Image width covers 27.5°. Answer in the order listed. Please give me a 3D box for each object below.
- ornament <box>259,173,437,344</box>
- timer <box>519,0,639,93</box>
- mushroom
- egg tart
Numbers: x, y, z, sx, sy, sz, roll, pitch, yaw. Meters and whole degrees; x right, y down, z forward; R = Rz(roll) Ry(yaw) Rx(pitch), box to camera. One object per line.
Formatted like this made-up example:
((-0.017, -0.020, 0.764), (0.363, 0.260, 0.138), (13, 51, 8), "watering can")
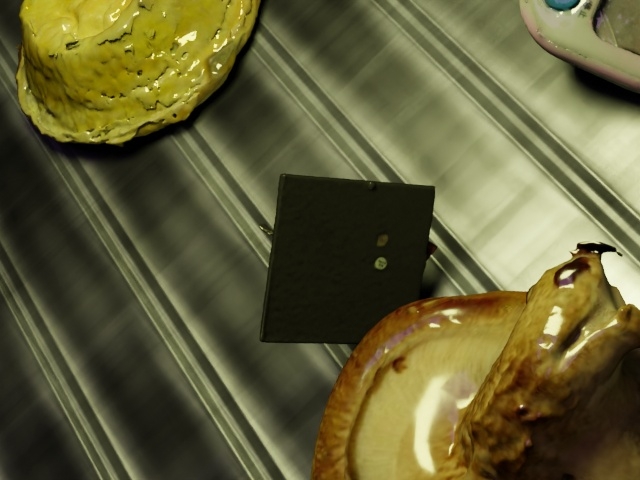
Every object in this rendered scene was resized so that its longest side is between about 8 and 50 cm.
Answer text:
((0.000, 0.000, 1.256), (0.196, 0.166, 0.153), (-147, 64, -65), "ornament")
((0.291, -0.245, 1.181), (0.191, 0.069, 0.208), (26, 95, 12), "timer")
((0.134, 0.164, 0.986), (0.346, 0.259, 0.345), (-14, 59, 24), "mushroom")
((-0.237, -0.268, 1.513), (0.345, 0.132, 0.345), (-13, 62, 25), "egg tart")
